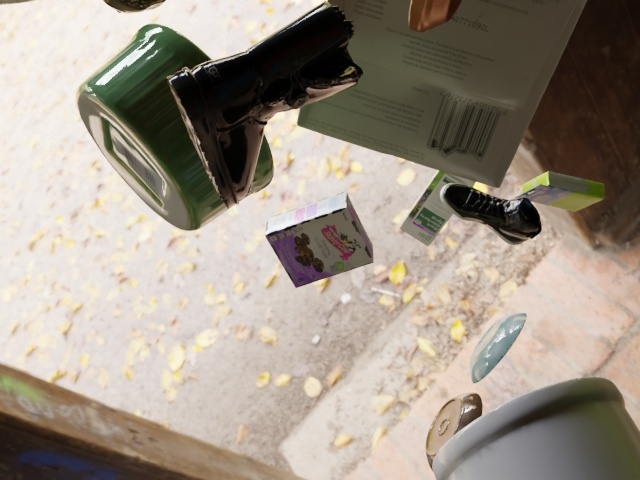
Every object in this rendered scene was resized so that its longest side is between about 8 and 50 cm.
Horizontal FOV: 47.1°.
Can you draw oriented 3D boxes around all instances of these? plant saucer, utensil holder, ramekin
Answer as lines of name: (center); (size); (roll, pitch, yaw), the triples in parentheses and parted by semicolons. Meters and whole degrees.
plant saucer: (0.380, 0.227, 1.620); (0.037, 0.195, 0.195); (37, 88, 6)
plant saucer: (0.151, -0.317, 0.787); (0.037, 0.200, 0.200); (25, 78, 8)
plant saucer: (0.283, 0.415, 1.609); (0.198, 0.036, 0.198); (-59, 7, 12)
utensil holder: (0.394, 0.453, 1.089); (0.328, 0.328, 0.385); (-35, 53, 15)
ramekin: (-0.227, -0.157, 1.110); (0.148, 0.303, 0.303); (-43, 43, -20)

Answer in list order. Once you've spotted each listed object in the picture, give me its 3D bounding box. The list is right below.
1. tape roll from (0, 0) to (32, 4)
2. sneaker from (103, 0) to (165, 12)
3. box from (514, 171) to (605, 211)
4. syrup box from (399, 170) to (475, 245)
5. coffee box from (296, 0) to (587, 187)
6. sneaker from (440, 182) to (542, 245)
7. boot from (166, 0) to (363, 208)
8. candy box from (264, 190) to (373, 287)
tape roll: (-0.421, -0.463, 1.062); (0.392, 0.392, 0.072); (-21, 89, 26)
sneaker: (-0.337, -0.417, 1.277); (0.071, 0.066, 0.188); (-20, 9, 23)
box: (0.564, -0.116, 1.736); (0.109, 0.178, 0.042); (142, 135, -65)
syrup box: (0.302, -0.102, 1.871); (0.096, 0.093, 0.237); (-56, -3, -46)
coffee box: (0.195, -0.345, 1.160); (0.338, 0.338, 0.334); (19, 38, 4)
sneaker: (0.369, -0.075, 1.540); (0.079, 0.217, 0.121); (-65, 9, -23)
boot: (-0.050, -0.148, 0.853); (0.207, 0.246, 0.094); (-26, 65, -9)
candy box: (0.000, 0.000, 1.637); (0.196, 0.164, 0.070); (-19, 33, 15)
